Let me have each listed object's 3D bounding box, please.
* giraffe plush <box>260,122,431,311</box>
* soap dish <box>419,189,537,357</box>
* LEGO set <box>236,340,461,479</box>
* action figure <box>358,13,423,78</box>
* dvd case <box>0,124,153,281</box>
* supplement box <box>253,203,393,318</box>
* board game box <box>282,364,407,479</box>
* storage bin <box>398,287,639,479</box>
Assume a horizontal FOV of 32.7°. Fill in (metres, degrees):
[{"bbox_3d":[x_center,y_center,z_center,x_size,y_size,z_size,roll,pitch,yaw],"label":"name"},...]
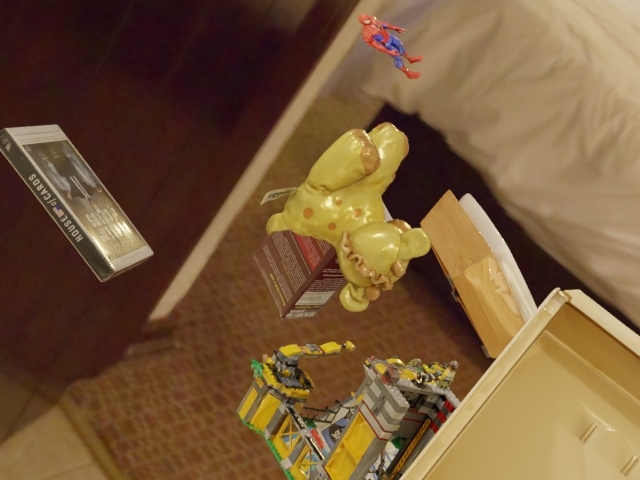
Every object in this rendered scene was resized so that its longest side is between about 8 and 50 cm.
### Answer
[{"bbox_3d":[0.053,-0.019,1.326,0.210,0.181,0.170,-29,72,-36],"label":"giraffe plush"},{"bbox_3d":[0.290,0.064,1.982,0.229,0.118,0.291,61,4,-26],"label":"soap dish"},{"bbox_3d":[0.096,0.180,1.165,0.331,0.192,0.255,20,21,-28],"label":"LEGO set"},{"bbox_3d":[0.080,-0.228,1.258,0.115,0.030,0.038,30,65,-42],"label":"action figure"},{"bbox_3d":[-0.336,-0.057,1.510,0.238,0.030,0.179,52,11,-1],"label":"dvd case"},{"bbox_3d":[0.000,0.000,1.669,0.073,0.239,0.130,2,51,-40],"label":"supplement box"},{"bbox_3d":[0.109,0.388,1.729,0.308,0.086,0.301,-20,80,-56],"label":"board game box"},{"bbox_3d":[0.204,0.210,0.806,0.262,0.260,0.123,39,2,12],"label":"storage bin"}]
